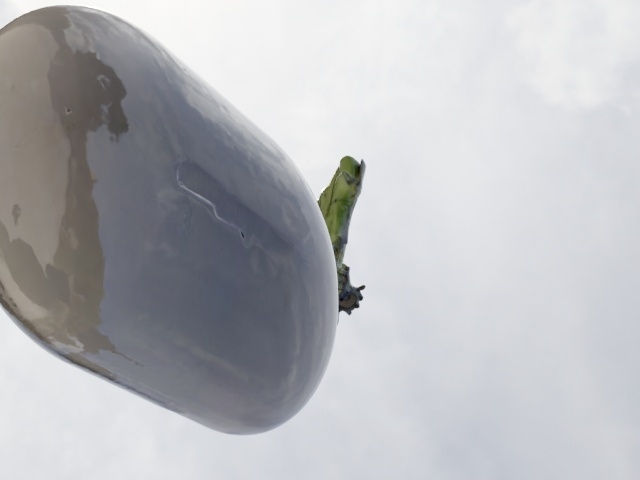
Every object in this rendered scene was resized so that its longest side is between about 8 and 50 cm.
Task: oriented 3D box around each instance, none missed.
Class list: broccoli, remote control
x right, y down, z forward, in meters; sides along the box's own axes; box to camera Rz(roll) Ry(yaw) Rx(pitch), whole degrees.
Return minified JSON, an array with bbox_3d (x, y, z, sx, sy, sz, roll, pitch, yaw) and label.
[{"bbox_3d":[0.001,-0.001,0.982,0.118,0.122,0.204,-42,-162,45],"label":"broccoli"},{"bbox_3d":[-0.089,-0.006,0.644,0.103,0.332,0.221,-15,-123,27],"label":"remote control"}]
